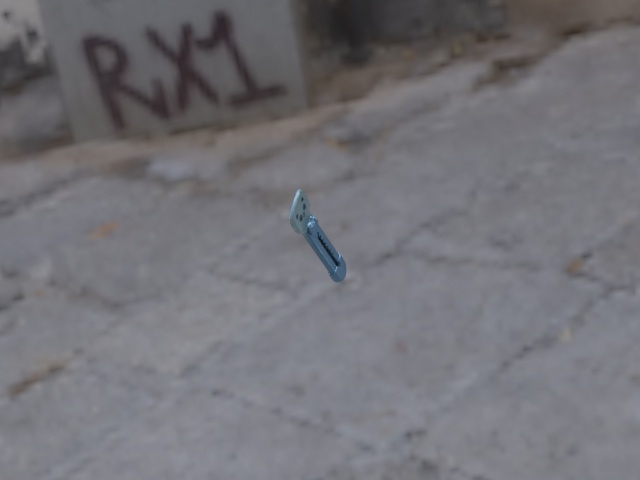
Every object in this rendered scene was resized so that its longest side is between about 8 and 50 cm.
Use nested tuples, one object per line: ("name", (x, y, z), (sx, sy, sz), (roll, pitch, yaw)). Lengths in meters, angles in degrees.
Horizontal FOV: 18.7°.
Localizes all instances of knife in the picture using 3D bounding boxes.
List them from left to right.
("knife", (0.000, 0.000, 1.322), (0.010, 0.096, 0.027), (2, 59, 25))
